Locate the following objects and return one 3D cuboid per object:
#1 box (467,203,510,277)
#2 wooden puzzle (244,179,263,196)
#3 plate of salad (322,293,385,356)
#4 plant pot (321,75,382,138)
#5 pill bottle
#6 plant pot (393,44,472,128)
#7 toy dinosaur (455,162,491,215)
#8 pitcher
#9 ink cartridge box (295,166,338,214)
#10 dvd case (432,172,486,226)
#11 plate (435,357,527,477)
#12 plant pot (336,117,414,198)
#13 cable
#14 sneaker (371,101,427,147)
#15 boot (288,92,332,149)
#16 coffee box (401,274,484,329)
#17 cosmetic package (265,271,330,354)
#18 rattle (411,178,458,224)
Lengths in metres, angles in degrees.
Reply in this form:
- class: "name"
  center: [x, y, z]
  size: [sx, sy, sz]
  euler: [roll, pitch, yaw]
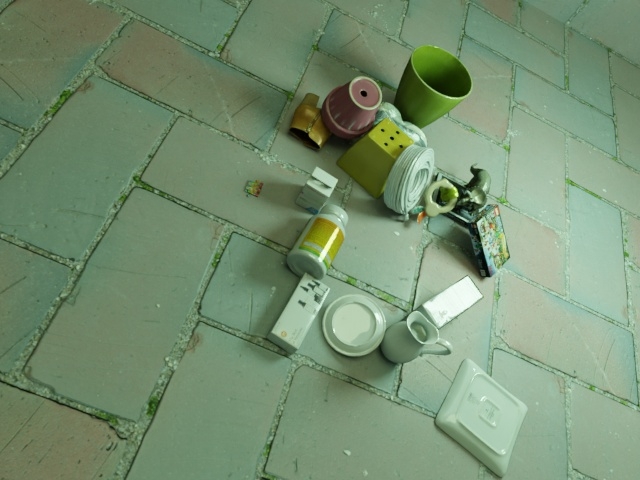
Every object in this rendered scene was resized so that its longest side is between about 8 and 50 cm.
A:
- class: "box"
  center: [0.639, 0.000, 1.981]
  size: [0.159, 0.044, 0.233]
  euler: [-35, 114, -34]
- class: "wooden puzzle"
  center: [-0.229, -0.179, 1.795]
  size: [0.049, 0.006, 0.083]
  euler: [25, 55, -9]
- class: "plate of salad"
  center: [0.105, 0.267, 1.652]
  size: [0.200, 0.048, 0.200]
  euler: [1, 68, -2]
- class: "plant pot"
  center: [0.127, -0.495, 1.910]
  size: [0.201, 0.180, 0.201]
  euler: [5, 75, -20]
- class: "pill bottle"
  center: [0.000, 0.000, 1.714]
  size: [0.136, 0.136, 0.246]
  euler: [33, 54, -4]
- class: "plant pot"
  center: [0.418, -0.584, 2.137]
  size: [0.274, 0.293, 0.275]
  euler: [11, 58, -18]
- class: "toy dinosaur"
  center: [0.617, -0.200, 2.052]
  size: [0.121, 0.160, 0.313]
  euler: [36, 56, -1]
- class: "pitcher"
  center: [0.291, 0.319, 1.619]
  size: [0.178, 0.207, 0.125]
  euler: [36, 54, -2]
- class: "ink cartridge box"
  center: [-0.011, -0.175, 1.805]
  size: [0.092, 0.143, 0.090]
  euler: [31, 55, -5]
- class: "dvd case"
  center: [0.559, -0.155, 2.118]
  size: [0.238, 0.029, 0.179]
  euler: [27, 54, -8]
- class: "plate"
  center: [0.535, 0.559, 1.691]
  size: [0.278, 0.045, 0.277]
  euler: [39, 55, 2]
- class: "plant pot"
  center: [0.227, -0.329, 1.972]
  size: [0.212, 0.187, 0.212]
  euler: [42, 54, 2]
- class: "cable"
  center: [0.327, -0.224, 1.916]
  size: [0.089, 0.257, 0.257]
  euler: [27, 79, 25]
- class: "sneaker"
  center: [0.308, -0.424, 2.110]
  size: [0.283, 0.110, 0.122]
  euler: [33, 70, -22]
- class: "boot"
  center: [0.034, -0.428, 2.009]
  size: [0.295, 0.104, 0.211]
  euler: [22, 62, -8]
- class: "coffee box"
  center: [0.413, 0.229, 1.767]
  size: [0.246, 0.141, 0.098]
  euler: [-25, 74, -34]
- class: "cosmetic package"
  center: [-0.065, 0.220, 1.607]
  size: [0.099, 0.060, 0.239]
  euler: [32, 54, -3]
- class: "rattle"
  center: [0.421, -0.144, 2.011]
  size: [0.130, 0.143, 0.200]
  euler: [41, 91, -22]
